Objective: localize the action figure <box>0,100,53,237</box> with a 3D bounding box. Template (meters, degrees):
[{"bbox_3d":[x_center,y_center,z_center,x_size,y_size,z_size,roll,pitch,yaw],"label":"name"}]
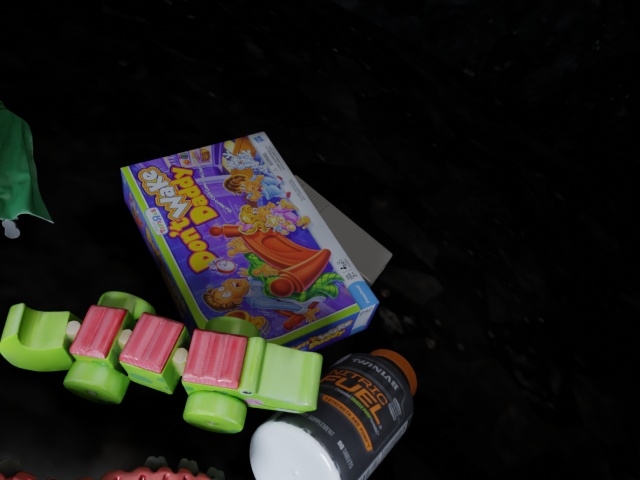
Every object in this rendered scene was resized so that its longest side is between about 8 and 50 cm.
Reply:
[{"bbox_3d":[-0.433,-0.108,0.772,0.137,0.063,0.232,8,48,-33],"label":"action figure"}]

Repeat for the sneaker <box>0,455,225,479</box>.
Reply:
[{"bbox_3d":[-0.200,0.268,0.508,0.276,0.097,0.135,10,42,-30],"label":"sneaker"}]

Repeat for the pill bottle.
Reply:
[{"bbox_3d":[0.034,0.226,0.733,0.130,0.130,0.245,46,35,13],"label":"pill bottle"}]

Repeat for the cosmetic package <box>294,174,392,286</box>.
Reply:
[{"bbox_3d":[0.000,0.000,1.011,0.231,0.085,0.117,41,36,4],"label":"cosmetic package"}]

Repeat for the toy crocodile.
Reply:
[{"bbox_3d":[-0.166,0.124,0.629,0.340,0.105,0.115,11,57,4],"label":"toy crocodile"}]

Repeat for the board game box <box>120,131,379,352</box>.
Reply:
[{"bbox_3d":[-0.110,0.012,0.831,0.233,0.078,0.347,-20,61,-25],"label":"board game box"}]
